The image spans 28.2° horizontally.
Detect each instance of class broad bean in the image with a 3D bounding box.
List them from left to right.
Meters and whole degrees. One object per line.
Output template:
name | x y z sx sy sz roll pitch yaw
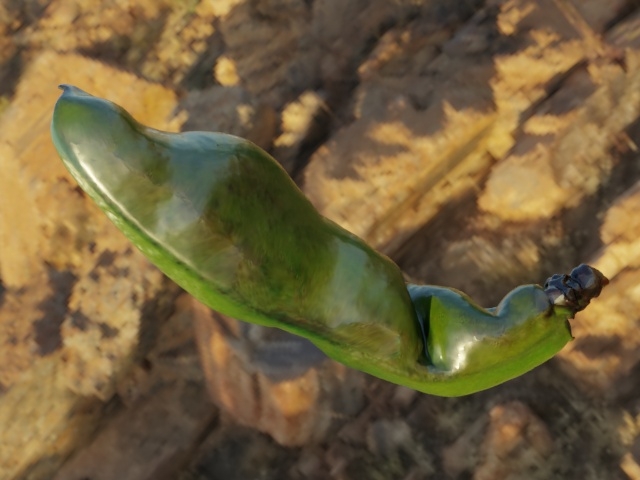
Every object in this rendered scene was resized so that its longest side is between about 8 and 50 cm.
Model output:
broad bean | -0.001 0.008 0.419 0.046 0.195 0.061 -124 54 -70
